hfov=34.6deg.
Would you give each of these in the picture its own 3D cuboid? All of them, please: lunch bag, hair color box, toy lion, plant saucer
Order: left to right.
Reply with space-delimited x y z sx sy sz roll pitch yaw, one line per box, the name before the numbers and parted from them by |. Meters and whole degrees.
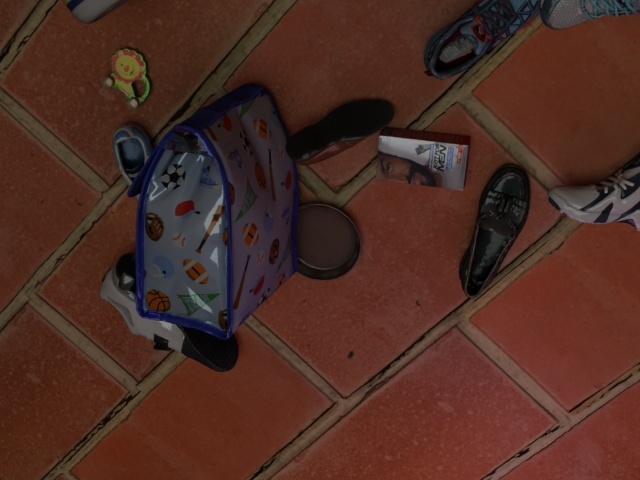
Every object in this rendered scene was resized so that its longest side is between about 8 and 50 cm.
toy lion | -0.366 -0.317 1.980 0.100 0.034 0.096 42 109 -8
lunch bag | -0.188 -0.072 1.879 0.239 0.328 0.385 12 116 16
plant saucer | 0.000 0.000 2.044 0.168 0.029 0.168 5 116 10
hair color box | 0.191 -0.153 1.917 0.167 0.053 0.093 8 117 10

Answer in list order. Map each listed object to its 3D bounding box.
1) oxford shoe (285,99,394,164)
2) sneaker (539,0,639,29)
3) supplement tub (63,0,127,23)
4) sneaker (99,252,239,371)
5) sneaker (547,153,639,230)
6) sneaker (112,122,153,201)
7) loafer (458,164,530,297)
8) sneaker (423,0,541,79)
oxford shoe | 0.040 -0.202 1.926 0.212 0.076 0.076 -22 71 8
sneaker | 0.491 -0.417 1.669 0.283 0.122 0.110 -27 136 23
supplement tub | -0.409 -0.565 1.756 0.235 0.235 0.325 -29 105 23
sneaker | -0.320 0.168 2.159 0.330 0.122 0.146 42 134 -9
sneaker | 0.536 -0.106 1.840 0.235 0.094 0.153 14 115 6
sneaker | -0.350 -0.117 2.037 0.085 0.086 0.237 -16 111 17
loafer | 0.330 -0.010 1.934 0.096 0.084 0.267 18 117 4
sneaker | 0.286 -0.362 1.757 0.104 0.125 0.262 43 116 -9
